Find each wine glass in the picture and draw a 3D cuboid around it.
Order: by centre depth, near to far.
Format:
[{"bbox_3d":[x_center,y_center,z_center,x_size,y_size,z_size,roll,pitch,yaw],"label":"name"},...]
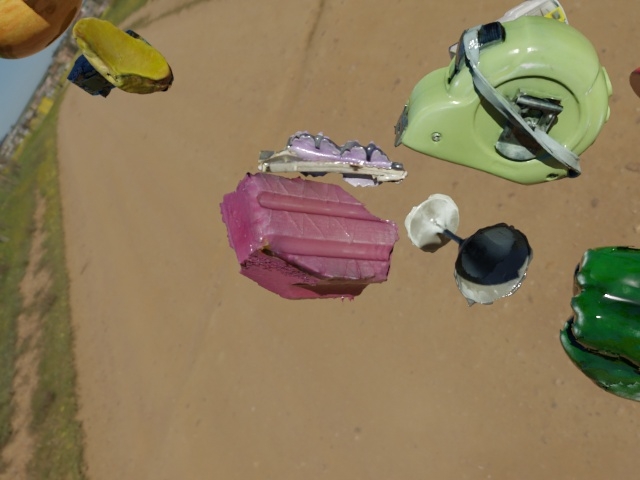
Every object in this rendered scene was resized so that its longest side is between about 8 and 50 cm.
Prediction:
[{"bbox_3d":[0.256,0.004,1.245,0.156,0.156,0.232,-57,27,6],"label":"wine glass"}]

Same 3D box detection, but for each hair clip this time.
[{"bbox_3d":[0.021,-0.150,1.299,0.084,0.292,0.106,-77,-8,-53],"label":"hair clip"}]

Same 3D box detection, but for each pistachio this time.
[{"bbox_3d":[-0.314,-0.278,1.069,0.049,0.173,0.089,-21,54,45],"label":"pistachio"}]

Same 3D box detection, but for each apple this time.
[{"bbox_3d":[-0.609,-0.494,1.353,0.241,0.242,0.242,-37,24,-8],"label":"apple"}]

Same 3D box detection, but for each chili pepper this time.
[{"bbox_3d":[0.539,0.125,1.130,0.233,0.257,0.248,82,-151,-60],"label":"chili pepper"}]

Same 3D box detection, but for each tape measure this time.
[{"bbox_3d":[0.199,-0.136,0.693,0.106,0.200,0.175,-77,9,-47],"label":"tape measure"}]

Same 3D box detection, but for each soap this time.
[{"bbox_3d":[0.000,0.000,1.081,0.112,0.289,0.182,-36,60,47],"label":"soap"}]

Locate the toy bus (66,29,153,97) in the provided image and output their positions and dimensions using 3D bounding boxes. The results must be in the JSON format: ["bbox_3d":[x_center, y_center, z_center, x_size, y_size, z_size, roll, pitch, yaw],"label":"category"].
[{"bbox_3d":[-0.482,-0.398,1.554,0.262,0.091,0.109,-4,62,43],"label":"toy bus"}]

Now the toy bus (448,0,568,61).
[{"bbox_3d":[0.424,-0.454,1.541,0.268,0.106,0.092,-29,25,-2],"label":"toy bus"}]

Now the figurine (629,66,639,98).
[{"bbox_3d":[0.504,-0.206,0.839,0.173,0.173,0.173,-42,30,32],"label":"figurine"}]
